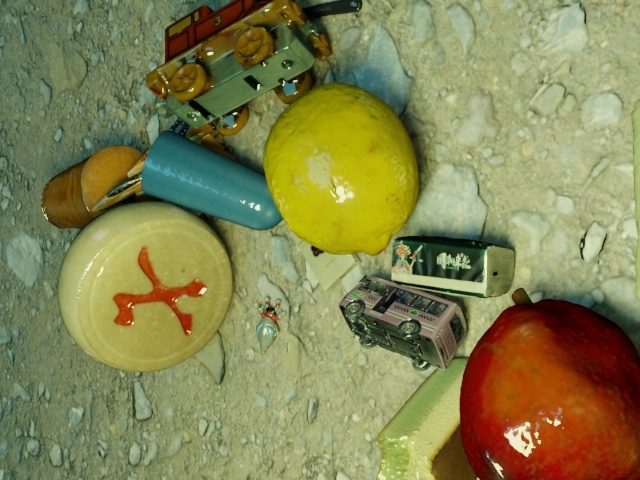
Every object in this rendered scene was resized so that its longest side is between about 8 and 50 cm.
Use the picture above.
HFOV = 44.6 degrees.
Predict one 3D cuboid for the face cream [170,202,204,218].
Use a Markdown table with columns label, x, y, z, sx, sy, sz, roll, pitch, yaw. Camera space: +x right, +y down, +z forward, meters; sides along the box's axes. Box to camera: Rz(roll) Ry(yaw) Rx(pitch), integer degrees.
| label | x | y | z | sx | sy | sz | roll | pitch | yaw |
| --- | --- | --- | --- | --- | --- | --- | --- | --- | --- |
| face cream | -0.327 | -0.025 | 1.677 | 0.229 | 0.075 | 0.075 | -37 | 68 | 33 |

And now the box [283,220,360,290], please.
| label | x | y | z | sx | sy | sz | roll | pitch | yaw |
| --- | --- | --- | --- | --- | --- | --- | --- | --- | --- |
| box | 0.000 | 0.000 | 1.446 | 0.090 | 0.024 | 0.167 | -45 | 64 | 29 |

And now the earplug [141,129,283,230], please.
| label | x | y | z | sx | sy | sz | roll | pitch | yaw |
| --- | --- | --- | --- | --- | --- | --- | --- | --- | --- |
| earplug | -0.191 | -0.102 | 1.494 | 0.273 | 0.132 | 0.132 | 22 | 105 | 6 |

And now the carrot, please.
| label | x | y | z | sx | sy | sz | roll | pitch | yaw |
| --- | --- | --- | --- | --- | --- | --- | --- | --- | --- |
| carrot | -0.503 | -0.103 | 1.779 | 0.254 | 0.196 | 0.196 | -6 | 86 | 50 |

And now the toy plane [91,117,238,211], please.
| label | x | y | z | sx | sy | sz | roll | pitch | yaw |
| --- | --- | --- | --- | --- | --- | --- | --- | --- | --- |
| toy plane | -0.336 | -0.137 | 1.636 | 0.316 | 0.103 | 0.204 | -34 | 67 | 12 |

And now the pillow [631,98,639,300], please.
| label | x | y | z | sx | sy | sz | roll | pitch | yaw |
| --- | --- | --- | --- | --- | --- | --- | --- | --- | --- |
| pillow | 0.540 | -0.059 | 0.985 | 0.274 | 0.076 | 0.281 | -4 | 82 | 33 |

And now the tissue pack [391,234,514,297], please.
| label | x | y | z | sx | sy | sz | roll | pitch | yaw |
| --- | --- | --- | --- | --- | --- | --- | --- | --- | --- |
| tissue pack | 0.208 | 0.039 | 1.229 | 0.170 | 0.103 | 0.090 | 8 | 94 | 39 |

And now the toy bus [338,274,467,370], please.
| label | x | y | z | sx | sy | sz | roll | pitch | yaw |
| --- | --- | --- | --- | --- | --- | --- | --- | --- | --- |
| toy bus | 0.133 | 0.129 | 1.278 | 0.199 | 0.096 | 0.108 | 18 | 56 | 40 |

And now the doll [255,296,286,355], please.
| label | x | y | z | sx | sy | sz | roll | pitch | yaw |
| --- | --- | --- | --- | --- | --- | --- | --- | --- | --- |
| doll | -0.102 | 0.169 | 1.519 | 0.057 | 0.039 | 0.114 | 11 | 88 | -4 |

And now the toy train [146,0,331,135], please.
| label | x | y | z | sx | sy | sz | roll | pitch | yaw |
| --- | --- | --- | --- | --- | --- | --- | --- | --- | --- |
| toy train | -0.168 | -0.344 | 1.466 | 0.369 | 0.163 | 0.232 | -23 | 58 | 23 |

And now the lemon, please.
| label | x | y | z | sx | sy | sz | roll | pitch | yaw |
| --- | --- | --- | --- | --- | --- | --- | --- | --- | --- |
| lemon | 0.035 | -0.114 | 1.279 | 0.260 | 0.260 | 0.284 | -7 | 81 | 38 |

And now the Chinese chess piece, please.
| label | x | y | z | sx | sy | sz | roll | pitch | yaw |
| --- | --- | --- | --- | --- | --- | --- | --- | --- | --- |
| Chinese chess piece | -0.337 | 0.089 | 1.520 | 0.140 | 0.338 | 0.338 | 26 | 106 | 53 |

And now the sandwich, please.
| label | x | y | z | sx | sy | sz | roll | pitch | yaw |
| --- | --- | --- | --- | --- | --- | --- | --- | --- | --- |
| sandwich | 0.179 | 0.294 | 1.199 | 0.108 | 0.186 | 0.220 | 19 | 100 | 36 |

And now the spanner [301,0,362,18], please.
| label | x | y | z | sx | sy | sz | roll | pitch | yaw |
| --- | --- | --- | --- | --- | --- | --- | --- | --- | --- |
| spanner | -0.008 | -0.433 | 1.464 | 0.208 | 0.012 | 0.046 | 4 | 91 | 38 |

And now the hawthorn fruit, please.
| label | x | y | z | sx | sy | sz | roll | pitch | yaw |
| --- | --- | --- | --- | --- | --- | --- | --- | --- | --- |
| hawthorn fruit | 0.310 | 0.207 | 1.060 | 0.265 | 0.265 | 0.307 | -38 | 47 | 32 |
